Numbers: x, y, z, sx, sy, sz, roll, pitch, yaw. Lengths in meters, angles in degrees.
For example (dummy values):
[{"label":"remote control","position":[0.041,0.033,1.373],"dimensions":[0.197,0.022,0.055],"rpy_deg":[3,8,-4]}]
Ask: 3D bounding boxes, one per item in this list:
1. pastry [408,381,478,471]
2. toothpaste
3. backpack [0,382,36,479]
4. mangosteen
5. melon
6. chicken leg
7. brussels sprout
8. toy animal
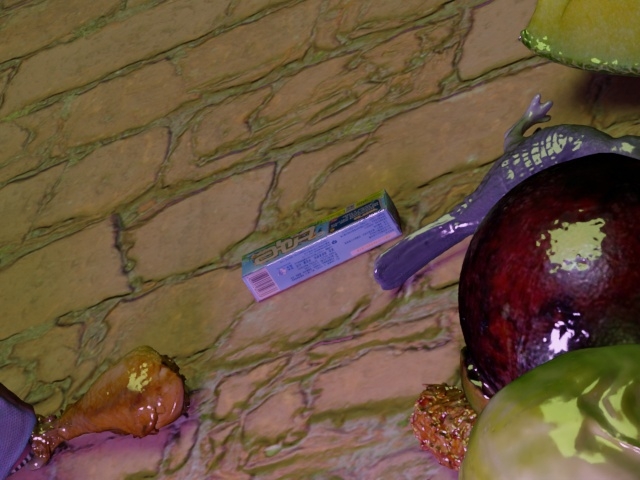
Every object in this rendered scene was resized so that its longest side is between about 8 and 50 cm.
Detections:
[{"label":"pastry","position":[0.143,0.180,1.828],"dimensions":[0.087,0.063,0.169],"rpy_deg":[-40,29,-20]},{"label":"toothpaste","position":[0.000,0.000,2.265],"dimensions":[0.193,0.044,0.070],"rpy_deg":[-25,30,12]},{"label":"backpack","position":[-0.474,0.266,2.170],"dimensions":[0.317,0.197,0.283],"rpy_deg":[-57,30,-3]},{"label":"mangosteen","position":[0.246,0.075,1.660],"dimensions":[0.300,0.300,0.300],"rpy_deg":[-24,30,15]},{"label":"melon","position":[0.438,-0.309,2.161],"dimensions":[0.331,0.226,0.343],"rpy_deg":[-34,41,-27]},{"label":"chicken leg","position":[-0.254,0.195,2.176],"dimensions":[0.252,0.087,0.107],"rpy_deg":[-25,18,26]},{"label":"brussels sprout","position":[0.243,0.220,1.460],"dimensions":[0.273,0.317,0.242],"rpy_deg":[-49,19,32]},{"label":"toy animal","position":[0.228,-0.077,2.127],"dimensions":[0.367,0.081,0.205],"rpy_deg":[-23,28,24]}]
